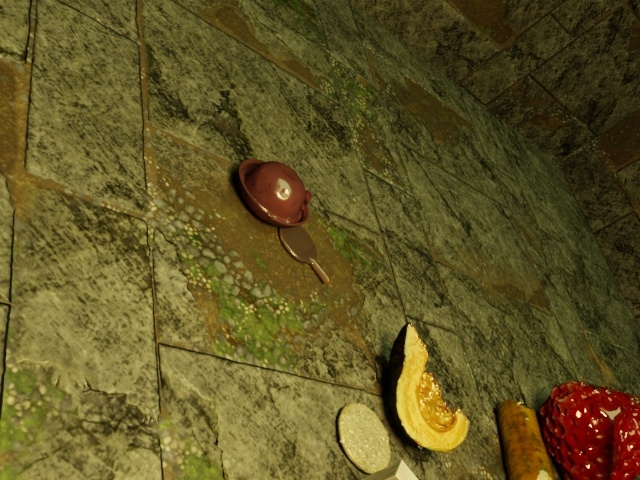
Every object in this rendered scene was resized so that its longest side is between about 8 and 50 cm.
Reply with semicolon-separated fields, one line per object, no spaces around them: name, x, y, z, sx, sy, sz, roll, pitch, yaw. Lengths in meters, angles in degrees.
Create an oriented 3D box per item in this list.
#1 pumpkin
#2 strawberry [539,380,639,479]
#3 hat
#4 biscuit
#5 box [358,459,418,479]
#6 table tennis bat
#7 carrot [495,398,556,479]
pumpkin;0.185;0.340;1.505;0.163;0.111;0.278;-20;77;-42
strawberry;0.752;0.570;1.916;0.317;0.295;0.345;27;71;-63
hat;-0.093;-0.118;1.557;0.205;0.089;0.205;32;31;-22
biscuit;0.087;0.392;1.380;0.152;0.020;0.152;36;35;-30
box;0.133;0.477;1.248;0.129;0.130;0.051;52;31;-4
table tennis bat;0.000;0.000;1.556;0.170;0.119;0.107;53;31;2
carrot;0.512;0.533;1.731;0.114;0.114;0.301;35;35;-28
